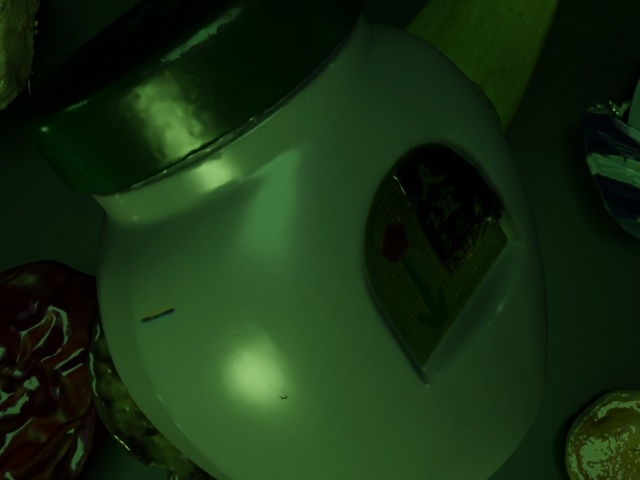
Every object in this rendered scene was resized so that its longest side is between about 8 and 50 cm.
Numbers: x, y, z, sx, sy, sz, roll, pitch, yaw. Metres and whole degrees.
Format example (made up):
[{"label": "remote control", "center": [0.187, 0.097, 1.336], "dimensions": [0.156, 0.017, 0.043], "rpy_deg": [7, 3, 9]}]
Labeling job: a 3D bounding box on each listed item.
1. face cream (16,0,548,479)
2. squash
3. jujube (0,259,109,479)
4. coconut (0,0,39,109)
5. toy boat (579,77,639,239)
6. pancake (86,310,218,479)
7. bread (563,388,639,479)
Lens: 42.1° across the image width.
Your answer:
[{"label": "face cream", "center": [0.000, 0.000, 0.547], "dimensions": [0.312, 0.220, 0.357], "rpy_deg": [-50, 120, -27]}, {"label": "squash", "center": [0.145, -0.180, 0.688], "dimensions": [0.137, 0.137, 0.287], "rpy_deg": [35, 78, 3]}, {"label": "jujube", "center": [-0.230, 0.121, 0.605], "dimensions": [0.155, 0.155, 0.230], "rpy_deg": [29, 78, 2]}, {"label": "coconut", "center": [-0.323, -0.189, 0.640], "dimensions": [0.195, 0.194, 0.194], "rpy_deg": [0, 80, -3]}, {"label": "toy boat", "center": [0.351, -0.126, 0.722], "dimensions": [0.221, 0.067, 0.290], "rpy_deg": [23, 77, 2]}, {"label": "pancake", "center": [-0.084, 0.089, 0.625], "dimensions": [0.199, 0.021, 0.199], "rpy_deg": [10, 75, -42]}, {"label": "bread", "center": [0.253, 0.176, 0.681], "dimensions": [0.110, 0.024, 0.109], "rpy_deg": [0, 81, -3]}]
